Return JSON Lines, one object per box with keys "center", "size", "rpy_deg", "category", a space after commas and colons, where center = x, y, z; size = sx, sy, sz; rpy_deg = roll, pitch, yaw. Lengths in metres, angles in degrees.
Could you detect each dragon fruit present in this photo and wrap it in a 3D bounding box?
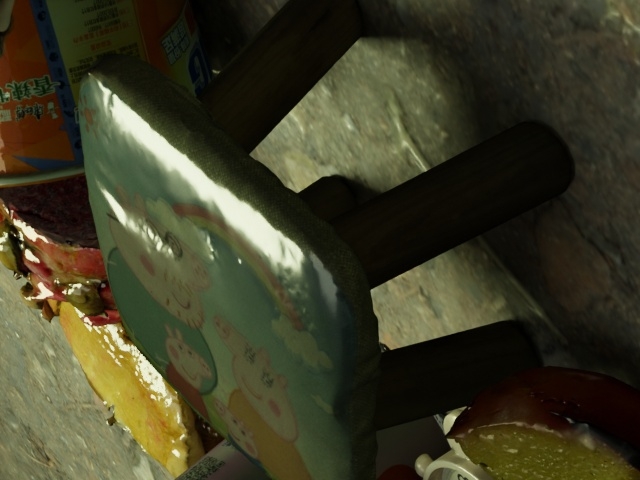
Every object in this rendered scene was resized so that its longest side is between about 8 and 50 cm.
{"center": [-0.192, -0.015, 1.646], "size": [0.282, 0.211, 0.147], "rpy_deg": [47, 156, 30], "category": "dragon fruit"}

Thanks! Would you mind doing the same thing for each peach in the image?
{"center": [0.180, 0.147, 1.250], "size": [0.172, 0.092, 0.127], "rpy_deg": [25, 132, 14], "category": "peach"}

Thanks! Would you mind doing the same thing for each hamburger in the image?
{"center": [-0.142, 0.102, 1.742], "size": [0.245, 0.155, 0.282], "rpy_deg": [3, 117, 56], "category": "hamburger"}

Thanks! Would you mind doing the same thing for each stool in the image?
{"center": [0.000, 0.000, 1.294], "size": [0.310, 0.226, 0.310], "rpy_deg": [40, 150, 32], "category": "stool"}

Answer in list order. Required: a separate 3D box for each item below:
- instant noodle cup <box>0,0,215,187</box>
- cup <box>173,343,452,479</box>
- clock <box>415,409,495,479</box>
{"center": [-0.236, -0.191, 1.465], "size": [0.296, 0.296, 0.214], "rpy_deg": [23, 129, 51], "category": "instant noodle cup"}
{"center": [-0.038, 0.237, 1.546], "size": [0.203, 0.288, 0.203], "rpy_deg": [40, 148, 32], "category": "cup"}
{"center": [0.152, 0.231, 1.463], "size": [0.156, 0.063, 0.229], "rpy_deg": [18, 131, 58], "category": "clock"}
